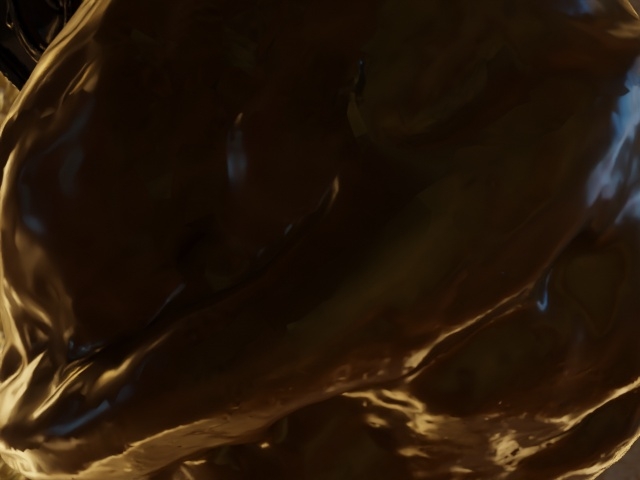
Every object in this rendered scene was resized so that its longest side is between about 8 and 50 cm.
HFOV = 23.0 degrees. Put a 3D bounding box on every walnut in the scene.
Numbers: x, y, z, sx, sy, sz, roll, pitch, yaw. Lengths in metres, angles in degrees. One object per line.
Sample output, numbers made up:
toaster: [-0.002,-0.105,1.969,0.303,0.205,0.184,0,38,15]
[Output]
walnut: [0.015,-0.001,0.810,0.383,0.383,0.383,4,-104,-15]

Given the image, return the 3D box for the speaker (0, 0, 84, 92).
speaker: [-0.119,-0.193,1.094,0.254,0.184,0.232,-15,-143,-31]
